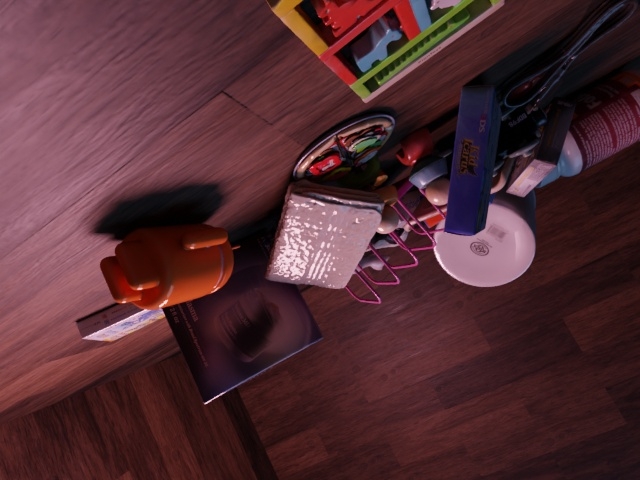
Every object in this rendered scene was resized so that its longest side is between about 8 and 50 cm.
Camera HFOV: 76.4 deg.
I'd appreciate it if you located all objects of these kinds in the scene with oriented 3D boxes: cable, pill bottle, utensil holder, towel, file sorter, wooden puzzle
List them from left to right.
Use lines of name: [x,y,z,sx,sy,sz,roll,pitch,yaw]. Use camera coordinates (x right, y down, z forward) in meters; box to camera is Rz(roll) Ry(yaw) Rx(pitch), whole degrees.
towel: [0.000,0.000,0.818,0.187,0.049,0.282,9,137,-14]
file sorter: [0.163,0.003,1.066,0.290,0.182,0.202,-43,-173,-15]
wooden puzzle: [0.444,-0.162,1.228,0.348,0.080,0.322,-31,-167,46]
utensil holder: [0.574,-0.064,1.421,0.327,0.327,0.385,-35,-171,36]
cable: [0.453,-0.355,0.786,0.139,0.072,0.287,-2,150,-15]
pill bottle: [0.836,-0.347,1.306,0.392,0.224,0.224,-30,170,9]

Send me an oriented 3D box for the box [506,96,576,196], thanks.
box: [0.587,-0.241,1.097,0.231,0.056,0.183,59,53,-75]

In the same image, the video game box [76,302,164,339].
video game box: [-0.478,0.192,1.030,0.187,0.048,0.205,-23,169,-14]

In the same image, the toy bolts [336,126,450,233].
toy bolts: [0.173,-0.110,0.899,0.228,0.158,0.218,-28,171,4]

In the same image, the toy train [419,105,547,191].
toy train: [0.401,-0.226,1.047,0.334,0.142,0.190,-34,-178,19]

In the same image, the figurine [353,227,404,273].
figurine: [0.186,0.035,1.482,0.209,0.092,0.215,-1,130,-31]

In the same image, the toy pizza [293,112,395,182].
toy pizza: [0.046,-0.150,0.717,0.201,0.032,0.201,-27,170,-5]

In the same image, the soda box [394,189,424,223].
soda box: [0.313,-0.113,1.469,0.286,0.098,0.091,-19,167,-45]

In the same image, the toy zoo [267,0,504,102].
toy zoo: [0.072,-0.231,0.364,0.192,0.030,0.293,-31,170,21]

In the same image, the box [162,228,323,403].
box: [-0.195,0.175,0.979,0.294,0.296,0.183,-26,170,-16]

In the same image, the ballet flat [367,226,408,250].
ballet flat: [0.255,-0.043,1.627,0.400,0.139,0.139,-15,164,-42]

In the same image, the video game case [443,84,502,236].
video game case: [0.320,-0.151,0.843,0.061,0.269,0.244,9,-172,25]

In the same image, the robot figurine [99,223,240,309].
robot figurine: [-0.232,0.037,0.656,0.219,0.128,0.158,-11,121,-60]

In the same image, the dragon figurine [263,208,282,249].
dragon figurine: [-0.023,-0.037,0.963,0.085,0.144,0.289,-36,-173,35]
